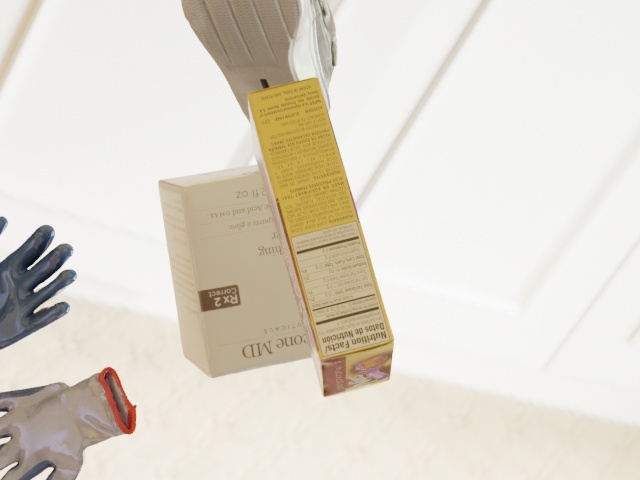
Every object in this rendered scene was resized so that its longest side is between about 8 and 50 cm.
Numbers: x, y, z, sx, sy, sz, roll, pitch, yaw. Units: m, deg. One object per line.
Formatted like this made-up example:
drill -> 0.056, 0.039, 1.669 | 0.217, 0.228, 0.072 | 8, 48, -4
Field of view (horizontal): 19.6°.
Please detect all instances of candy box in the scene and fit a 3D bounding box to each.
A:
candy box -> 0.000, 0.000, 1.219 | 0.053, 0.109, 0.186 | -13, 74, -4

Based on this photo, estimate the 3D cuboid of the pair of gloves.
pair of gloves -> -0.205, 0.085, 1.276 | 0.023, 0.159, 0.198 | -3, 67, -55

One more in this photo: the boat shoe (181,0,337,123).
boat shoe -> -0.055, -0.229, 1.794 | 0.121, 0.335, 0.119 | 4, 59, 12

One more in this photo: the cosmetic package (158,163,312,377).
cosmetic package -> -0.062, 0.022, 1.786 | 0.151, 0.183, 0.151 | -11, 7, -13
